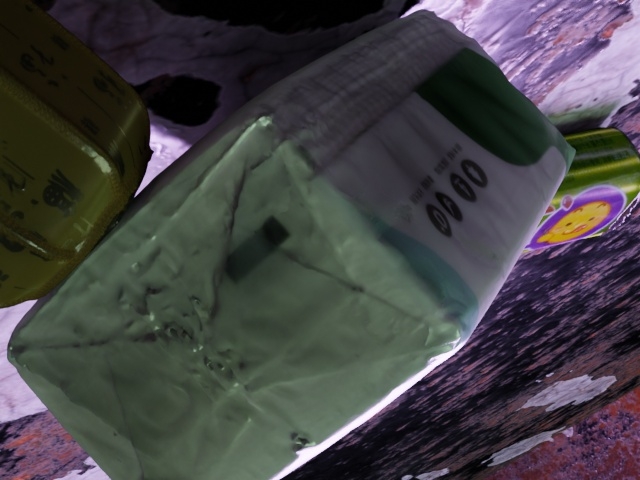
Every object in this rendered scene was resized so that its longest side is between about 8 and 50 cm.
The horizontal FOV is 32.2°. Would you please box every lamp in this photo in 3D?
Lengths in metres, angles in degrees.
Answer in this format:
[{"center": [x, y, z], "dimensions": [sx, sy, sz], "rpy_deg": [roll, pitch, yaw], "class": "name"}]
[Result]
[{"center": [-0.196, -0.062, 0.608], "dimensions": [0.185, 0.161, 0.161], "rpy_deg": [41, 121, -16], "class": "lamp"}]

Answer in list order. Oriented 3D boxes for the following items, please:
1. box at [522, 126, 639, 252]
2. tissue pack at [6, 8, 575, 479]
[{"center": [0.150, -0.028, 1.102], "dimensions": [0.346, 0.097, 0.134], "rpy_deg": [-11, 153, -26], "class": "box"}, {"center": [0.001, 0.001, 0.763], "dimensions": [0.266, 0.194, 0.356], "rpy_deg": [-39, -178, 30], "class": "tissue pack"}]
